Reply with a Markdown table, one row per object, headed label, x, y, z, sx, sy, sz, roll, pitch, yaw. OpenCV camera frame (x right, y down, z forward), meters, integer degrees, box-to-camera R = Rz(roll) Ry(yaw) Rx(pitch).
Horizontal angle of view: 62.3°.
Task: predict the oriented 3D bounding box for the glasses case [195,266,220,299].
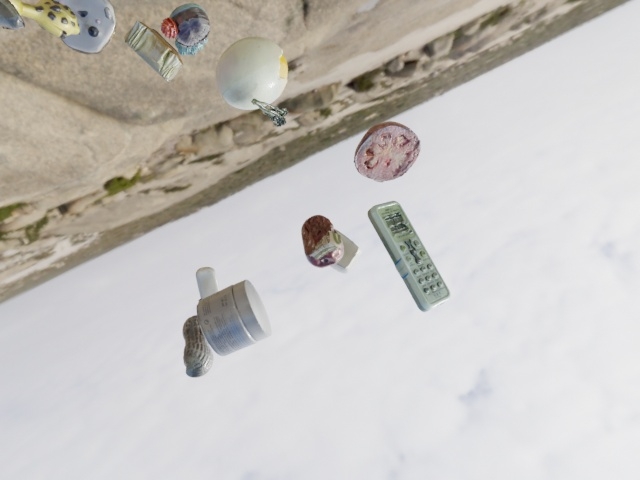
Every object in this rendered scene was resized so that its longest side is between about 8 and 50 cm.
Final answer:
| label | x | y | z | sx | sy | sz | roll | pitch | yaw |
| --- | --- | --- | --- | --- | --- | --- | --- | --- | --- |
| glasses case | -0.432 | 0.192 | 2.056 | 0.081 | 0.204 | 0.051 | -8 | -149 | -7 |

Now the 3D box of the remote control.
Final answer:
| label | x | y | z | sx | sy | sz | roll | pitch | yaw |
| --- | --- | --- | --- | --- | --- | --- | --- | --- | --- |
| remote control | 0.251 | 0.043 | 1.527 | 0.128 | 0.335 | 0.065 | -17 | 164 | -39 |

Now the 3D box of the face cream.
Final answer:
| label | x | y | z | sx | sy | sz | roll | pitch | yaw |
| --- | --- | --- | --- | --- | --- | --- | --- | --- | --- |
| face cream | -0.241 | 0.217 | 1.482 | 0.153 | 0.177 | 0.177 | -23 | -169 | 2 |

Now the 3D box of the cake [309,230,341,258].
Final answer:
| label | x | y | z | sx | sy | sz | roll | pitch | yaw |
| --- | --- | --- | --- | --- | --- | --- | --- | --- | --- |
| cake | 0.014 | 0.017 | 1.757 | 0.140 | 0.051 | 0.055 | -33 | -135 | 49 |

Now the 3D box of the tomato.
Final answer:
| label | x | y | z | sx | sy | sz | roll | pitch | yaw |
| --- | --- | --- | --- | --- | --- | --- | --- | --- | --- |
| tomato | 0.208 | -0.299 | 1.718 | 0.225 | 0.225 | 0.085 | -25 | -133 | 11 |

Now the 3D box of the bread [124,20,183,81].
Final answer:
| label | x | y | z | sx | sy | sz | roll | pitch | yaw |
| --- | --- | --- | --- | --- | --- | --- | --- | --- | --- |
| bread | -0.598 | -0.686 | 1.920 | 0.110 | 0.210 | 0.192 | -47 | -163 | 1 |

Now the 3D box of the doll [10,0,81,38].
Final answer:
| label | x | y | z | sx | sy | sz | roll | pitch | yaw |
| --- | --- | --- | --- | --- | --- | --- | --- | --- | --- |
| doll | -0.741 | -0.574 | 1.323 | 0.086 | 0.117 | 0.291 | -34 | 167 | 33 |

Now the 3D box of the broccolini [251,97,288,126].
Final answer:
| label | x | y | z | sx | sy | sz | roll | pitch | yaw |
| --- | --- | --- | --- | --- | --- | --- | --- | --- | --- |
| broccolini | -0.195 | -0.483 | 1.940 | 0.058 | 0.074 | 0.201 | 14 | 176 | 38 |

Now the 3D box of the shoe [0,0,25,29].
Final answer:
| label | x | y | z | sx | sy | sz | roll | pitch | yaw |
| --- | --- | --- | --- | --- | --- | --- | --- | --- | --- |
| shoe | -0.717 | -0.489 | 1.130 | 0.077 | 0.194 | 0.074 | -52 | 164 | -22 |

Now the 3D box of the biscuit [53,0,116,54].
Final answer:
| label | x | y | z | sx | sy | sz | roll | pitch | yaw |
| --- | --- | --- | --- | --- | --- | --- | --- | --- | --- |
| biscuit | -0.723 | -0.682 | 1.626 | 0.181 | 0.208 | 0.049 | -6 | -160 | -19 |

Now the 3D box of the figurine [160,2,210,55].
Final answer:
| label | x | y | z | sx | sy | sz | roll | pitch | yaw |
| --- | --- | --- | --- | --- | --- | --- | --- | --- | --- |
| figurine | -0.392 | -0.611 | 1.564 | 0.138 | 0.110 | 0.245 | -42 | -171 | -6 |

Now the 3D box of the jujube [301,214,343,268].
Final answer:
| label | x | y | z | sx | sy | sz | roll | pitch | yaw |
| --- | --- | --- | --- | --- | --- | --- | --- | --- | --- |
| jujube | 0.000 | 0.000 | 2.059 | 0.155 | 0.155 | 0.230 | -26 | -129 | 5 |

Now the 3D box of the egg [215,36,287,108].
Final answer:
| label | x | y | z | sx | sy | sz | roll | pitch | yaw |
| --- | --- | --- | --- | --- | --- | --- | --- | --- | --- |
| egg | -0.289 | -0.684 | 2.185 | 0.283 | 0.283 | 0.345 | -18 | -154 | 39 |

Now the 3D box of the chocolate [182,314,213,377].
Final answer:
| label | x | y | z | sx | sy | sz | roll | pitch | yaw |
| --- | --- | --- | --- | --- | --- | --- | --- | --- | --- |
| chocolate | -0.434 | 0.369 | 1.868 | 0.110 | 0.110 | 0.248 | -25 | -128 | 13 |

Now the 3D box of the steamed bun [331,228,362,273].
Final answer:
| label | x | y | z | sx | sy | sz | roll | pitch | yaw |
| --- | --- | --- | --- | --- | --- | --- | --- | --- | --- |
| steamed bun | 0.055 | 0.035 | 2.356 | 0.146 | 0.241 | 0.164 | -55 | 172 | -9 |
